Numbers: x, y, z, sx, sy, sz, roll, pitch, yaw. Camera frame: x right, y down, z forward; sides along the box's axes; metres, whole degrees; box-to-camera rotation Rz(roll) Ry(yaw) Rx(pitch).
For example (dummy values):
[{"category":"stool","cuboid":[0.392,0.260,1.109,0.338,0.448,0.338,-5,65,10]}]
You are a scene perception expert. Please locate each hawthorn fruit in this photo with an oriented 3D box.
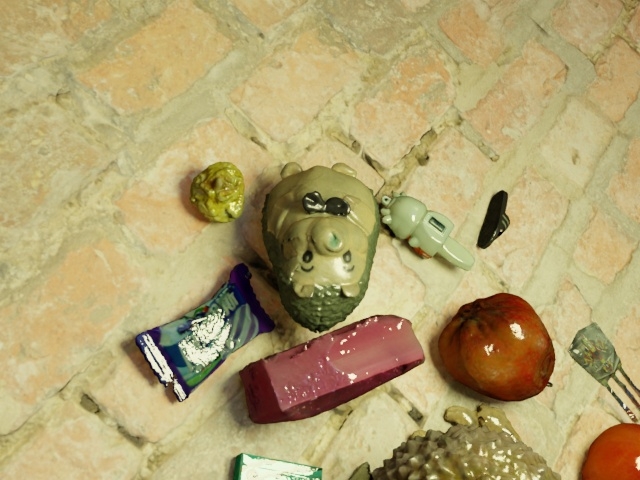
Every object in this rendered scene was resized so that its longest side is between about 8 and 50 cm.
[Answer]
[{"category":"hawthorn fruit","cuboid":[0.385,0.238,1.590,0.261,0.224,0.224,46,54,-16]}]

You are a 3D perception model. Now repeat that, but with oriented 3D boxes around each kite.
[{"category":"kite","cuboid":[0.695,0.315,1.828,0.141,0.015,0.245,-33,84,-33]}]

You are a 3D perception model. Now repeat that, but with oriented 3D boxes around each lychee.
[{"category":"lychee","cuboid":[0.251,0.503,1.272,0.380,0.380,0.432,-45,128,-35]}]

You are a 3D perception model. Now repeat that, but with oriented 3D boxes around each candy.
[{"category":"candy","cuboid":[-0.200,0.165,1.407,0.275,0.070,0.145,-36,95,-37]}]

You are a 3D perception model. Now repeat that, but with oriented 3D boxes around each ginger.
[{"category":"ginger","cuboid":[0.293,0.398,1.555,0.259,0.065,0.149,10,50,-17]}]

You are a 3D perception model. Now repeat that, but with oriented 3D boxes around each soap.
[{"category":"soap","cuboid":[0.028,0.228,1.408,0.325,0.220,0.127,-18,85,-33]}]

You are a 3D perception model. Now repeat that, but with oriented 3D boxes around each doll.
[{"category":"doll","cuboid":[0.000,0.000,1.459,0.247,0.247,0.349,18,47,-19]}]

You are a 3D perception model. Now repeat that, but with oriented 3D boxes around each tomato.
[{"category":"tomato","cuboid":[0.691,0.513,1.631,0.260,0.180,0.260,13,66,-30]}]

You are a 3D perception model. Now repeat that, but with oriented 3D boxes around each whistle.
[{"category":"whistle","cuboid":[0.237,-0.020,1.700,0.253,0.106,0.101,35,86,0]}]

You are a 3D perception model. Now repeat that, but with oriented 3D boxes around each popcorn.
[{"category":"popcorn","cuboid":[-0.202,-0.095,1.505,0.106,0.116,0.120,9,104,-14]}]

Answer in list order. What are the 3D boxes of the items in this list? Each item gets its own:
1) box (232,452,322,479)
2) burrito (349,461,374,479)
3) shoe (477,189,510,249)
[{"category":"box","cuboid":[-0.082,0.496,1.320,0.161,0.042,0.226,17,60,-21]},{"category":"burrito","cuboid":[0.049,0.494,1.365,0.063,0.058,0.229,26,40,9]},{"category":"shoe","cuboid":[0.429,-0.044,1.833,0.049,0.071,0.179,34,51,-13]}]
